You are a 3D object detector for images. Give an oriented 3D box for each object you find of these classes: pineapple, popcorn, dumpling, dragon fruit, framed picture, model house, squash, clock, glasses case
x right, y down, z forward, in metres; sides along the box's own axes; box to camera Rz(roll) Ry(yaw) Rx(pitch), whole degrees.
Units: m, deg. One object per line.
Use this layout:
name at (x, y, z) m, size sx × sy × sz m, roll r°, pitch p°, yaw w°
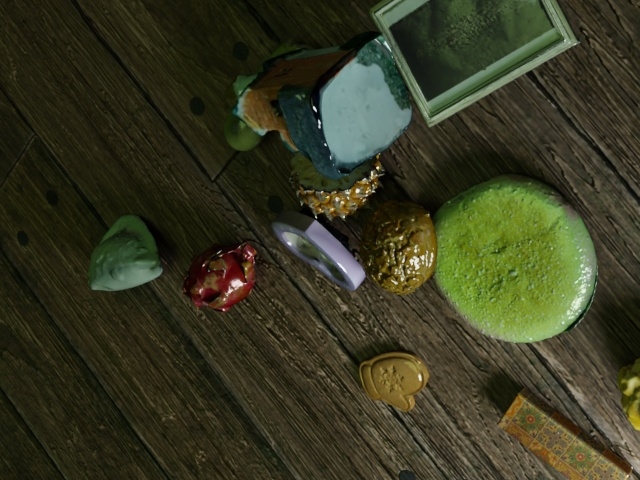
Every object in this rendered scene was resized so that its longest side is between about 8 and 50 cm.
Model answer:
pineapple at (0.035, -0.094, 1.730) m, size 0.176 × 0.161 × 0.136 m, roll 35°, pitch 156°, yaw 35°
popcorn at (0.530, 0.249, 1.506) m, size 0.164 × 0.140 × 0.194 m, roll -2°, pitch 101°, yaw 28°
dumpling at (-0.410, 0.027, 2.057) m, size 0.217 × 0.105 × 0.149 m, roll -11°, pitch 98°, yaw 35°
dragon fruit at (-0.186, 0.070, 1.920) m, size 0.166 × 0.136 × 0.133 m, roll -42°, pitch 112°, yaw 8°
framed picture at (0.235, -0.344, 1.589) m, size 0.293 × 0.018 × 0.231 m, roll -29°, pitch 88°, yaw 35°
model house at (-0.034, -0.228, 1.654) m, size 0.291 × 0.253 × 0.184 m, roll 7°, pitch 128°, yaw 35°
squash at (-0.096, -0.262, 1.791) m, size 0.083 × 0.083 × 0.250 m, roll 46°, pitch 120°, yaw 13°
clock at (0.000, 0.000, 1.777) m, size 0.198 × 0.064 × 0.172 m, roll 33°, pitch 163°, yaw 21°
glasses case at (0.409, 0.343, 1.663) m, size 0.218 × 0.049 × 0.075 m, roll 36°, pitch 114°, yaw 18°

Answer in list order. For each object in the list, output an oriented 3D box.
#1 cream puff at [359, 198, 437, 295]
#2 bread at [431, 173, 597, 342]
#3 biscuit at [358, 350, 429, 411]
cream puff at (0.127, 0.010, 1.686) m, size 0.150 × 0.115 × 0.165 m, roll -36°, pitch 62°, yaw 59°
bread at (0.309, 0.039, 1.640) m, size 0.302 × 0.045 × 0.301 m, roll 12°, pitch 112°, yaw 30°
biscuit at (0.138, 0.261, 1.827) m, size 0.140 × 0.023 × 0.118 m, roll -26°, pitch 89°, yaw 35°
